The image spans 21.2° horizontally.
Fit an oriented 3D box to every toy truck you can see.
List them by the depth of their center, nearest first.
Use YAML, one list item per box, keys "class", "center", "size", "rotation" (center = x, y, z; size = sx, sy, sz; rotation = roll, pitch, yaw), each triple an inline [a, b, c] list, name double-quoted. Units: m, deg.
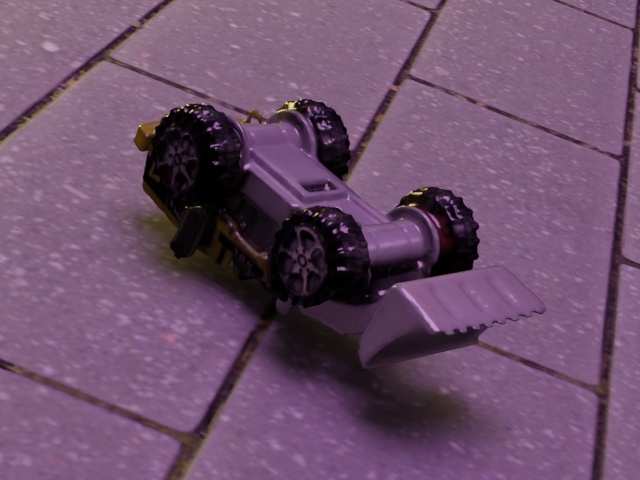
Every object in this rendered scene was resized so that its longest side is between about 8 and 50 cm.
- class: "toy truck"
  center: [0.000, 0.000, 1.062]
  size: [0.136, 0.111, 0.286]
  rotation: [-9, 38, -45]
